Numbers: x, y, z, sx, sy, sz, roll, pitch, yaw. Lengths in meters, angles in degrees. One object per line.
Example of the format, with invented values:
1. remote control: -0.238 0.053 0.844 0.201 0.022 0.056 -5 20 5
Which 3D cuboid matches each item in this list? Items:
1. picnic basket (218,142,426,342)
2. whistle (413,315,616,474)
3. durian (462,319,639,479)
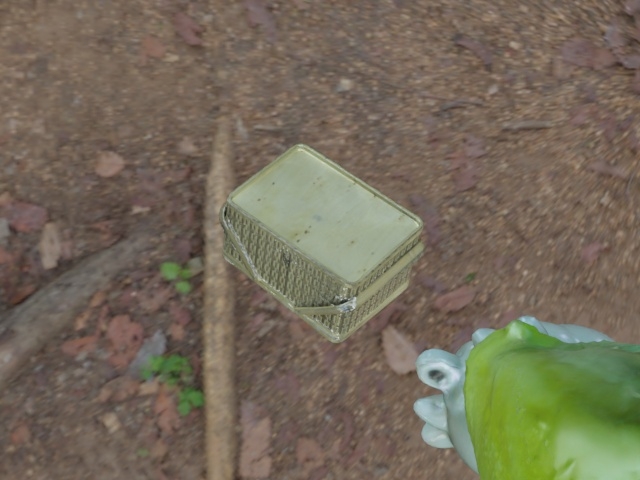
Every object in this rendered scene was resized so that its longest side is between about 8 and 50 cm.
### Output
1. picnic basket: 0.000 0.000 1.143 0.164 0.115 0.079 36 143 23
2. whistle: 0.162 0.105 0.658 0.253 0.102 0.105 23 70 -12
3. durian: 0.155 0.097 0.488 0.250 0.139 0.101 19 128 46
